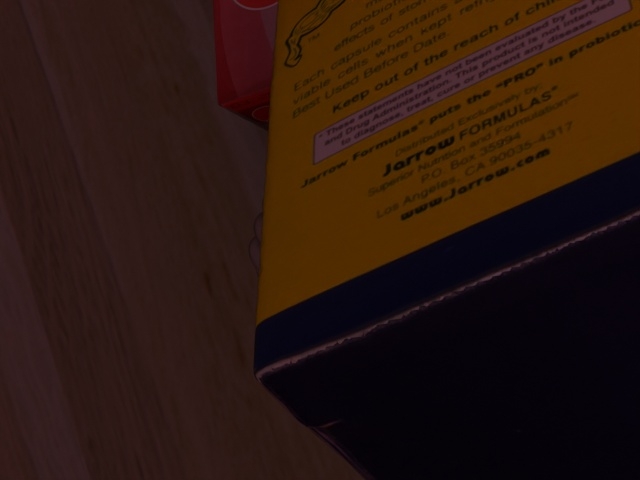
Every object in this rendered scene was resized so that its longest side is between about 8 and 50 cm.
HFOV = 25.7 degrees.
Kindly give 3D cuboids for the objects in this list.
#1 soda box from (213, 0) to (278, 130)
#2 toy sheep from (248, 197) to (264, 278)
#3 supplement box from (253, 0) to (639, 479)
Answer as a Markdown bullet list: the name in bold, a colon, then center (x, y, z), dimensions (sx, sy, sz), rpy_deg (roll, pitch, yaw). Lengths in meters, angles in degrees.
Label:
- **soda box**: center (-0.015, -0.206, 0.920), dimensions (0.092, 0.083, 0.263), rpy_deg (-15, 69, 29)
- **toy sheep**: center (0.000, 0.000, 0.844), dimensions (0.132, 0.091, 0.091), rpy_deg (-54, 53, 14)
- **supplement box**: center (0.107, -0.051, 0.632), dimensions (0.195, 0.194, 0.356), rpy_deg (-25, 38, 23)
